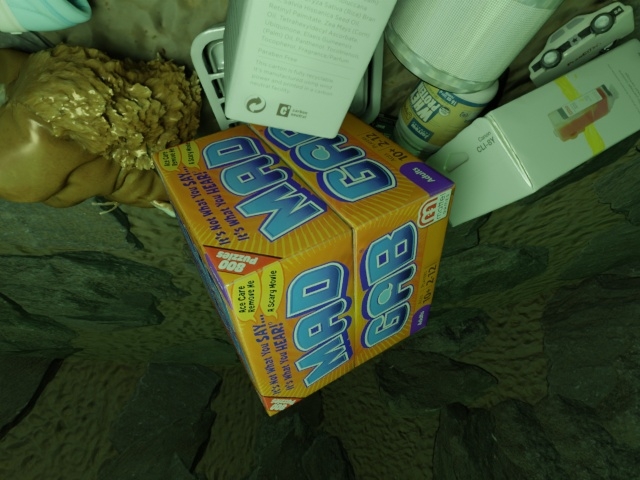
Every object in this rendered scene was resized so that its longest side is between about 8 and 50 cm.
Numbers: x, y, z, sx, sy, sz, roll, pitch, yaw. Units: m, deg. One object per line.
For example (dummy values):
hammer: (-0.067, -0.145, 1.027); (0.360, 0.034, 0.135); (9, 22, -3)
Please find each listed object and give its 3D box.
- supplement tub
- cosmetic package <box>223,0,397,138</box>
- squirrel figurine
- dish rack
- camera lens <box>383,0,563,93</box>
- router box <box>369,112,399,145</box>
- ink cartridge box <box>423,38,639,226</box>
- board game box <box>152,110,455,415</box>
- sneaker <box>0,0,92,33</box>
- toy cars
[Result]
supplement tub: (0.255, -0.282, 0.863); (0.145, 0.144, 0.199); (3, 149, -20)
cosmetic package: (0.007, -0.373, 0.461); (0.162, 0.229, 0.453); (6, 140, -21)
squirrel figurine: (-0.390, -0.171, 0.767); (0.398, 0.280, 0.371); (-20, 156, 25)
dish rack: (-0.051, -0.316, 0.791); (0.334, 0.072, 0.285); (-9, 151, 1)
camera lens: (0.237, -0.378, 0.601); (0.220, 0.219, 0.274); (3, 150, -21)
router box: (0.160, -0.257, 0.995); (0.123, 0.038, 0.092); (6, 148, -25)
ink cartridge box: (0.439, -0.201, 0.836); (0.385, 0.160, 0.279); (-27, 175, -15)
board game box: (-0.035, 0.011, 0.756); (0.357, 0.356, 0.356); (-24, 137, -20)
sneaker: (-0.375, -0.417, 0.474); (0.150, 0.135, 0.366); (-10, 161, -15)
toy cars: (0.513, -0.437, 0.720); (0.177, 0.087, 0.393); (-14, 158, -14)
